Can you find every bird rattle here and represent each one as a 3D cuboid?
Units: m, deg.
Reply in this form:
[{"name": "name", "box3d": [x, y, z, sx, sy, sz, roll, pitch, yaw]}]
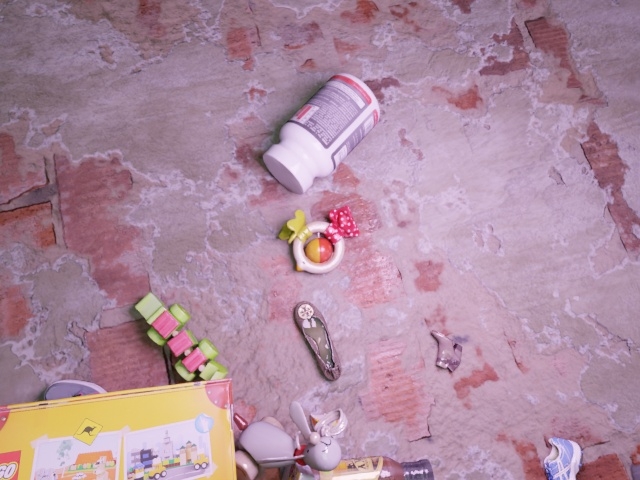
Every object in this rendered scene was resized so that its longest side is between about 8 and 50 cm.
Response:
[{"name": "bird rattle", "box3d": [0.000, 0.000, 1.257, 0.253, 0.143, 0.207, -1, 88, -17]}]

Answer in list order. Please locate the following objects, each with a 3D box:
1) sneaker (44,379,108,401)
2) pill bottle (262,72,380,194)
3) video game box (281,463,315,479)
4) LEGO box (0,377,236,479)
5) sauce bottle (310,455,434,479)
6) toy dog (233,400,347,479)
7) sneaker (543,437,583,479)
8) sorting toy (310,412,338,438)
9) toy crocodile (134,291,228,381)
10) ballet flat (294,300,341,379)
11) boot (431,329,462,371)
[{"name": "sneaker", "box3d": [-0.619, 0.462, 1.046, 0.295, 0.178, 0.124, 24, 76, 2]}, {"name": "pill bottle", "box3d": [0.002, -0.332, 1.267, 0.210, 0.210, 0.363, 41, 77, 6]}, {"name": "video game box", "box3d": [-0.076, 0.675, 1.028, 0.048, 0.187, 0.205, 17, 76, -7]}, {"name": "LEGO box", "box3d": [-0.438, 0.527, 0.857, 0.499, 0.193, 0.373, 1, 63, -22]}, {"name": "sauce bottle", "box3d": [0.132, 0.649, 1.091, 0.344, 0.111, 0.112, -2, 76, -6]}, {"name": "toy dog", "box3d": [-0.110, 0.490, 1.007, 0.333, 0.220, 0.161, -27, 101, 18]}, {"name": "sneaker", "box3d": [0.676, 0.670, 1.145, 0.081, 0.080, 0.211, 22, 66, 8]}, {"name": "sorting toy", "box3d": [0.016, 0.537, 1.149, 0.083, 0.045, 0.075, -4, 96, -5]}, {"name": "toy crocodile", "box3d": [-0.397, 0.285, 1.143, 0.115, 0.105, 0.340, -41, 82, -12]}, {"name": "ballet flat", "box3d": [-0.005, 0.294, 1.192, 0.084, 0.058, 0.250, -22, 79, -10]}, {"name": "boot", "box3d": [0.373, 0.338, 1.217, 0.118, 0.042, 0.087, 30, 78, 4]}]
